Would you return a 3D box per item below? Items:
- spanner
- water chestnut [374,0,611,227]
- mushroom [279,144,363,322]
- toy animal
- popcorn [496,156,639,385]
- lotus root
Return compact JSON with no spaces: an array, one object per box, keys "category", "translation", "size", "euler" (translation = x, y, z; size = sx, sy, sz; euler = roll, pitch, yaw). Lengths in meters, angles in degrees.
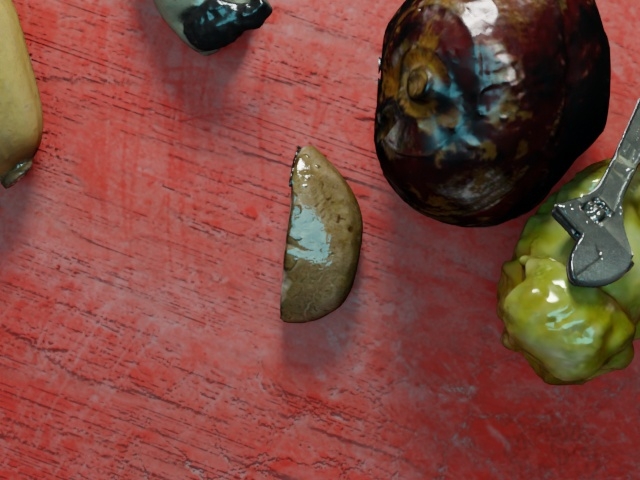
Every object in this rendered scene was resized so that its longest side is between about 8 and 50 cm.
[{"category":"spanner","translation":[0.309,-0.080,1.190],"size":[0.093,0.026,0.325],"euler":[29,59,6]},{"category":"water chestnut","translation":[0.179,-0.151,1.240],"size":[0.244,0.289,0.289],"euler":[8,97,1]},{"category":"mushroom","translation":[0.000,-0.001,1.367],"size":[0.094,0.072,0.210],"euler":[9,97,-3]},{"category":"toy animal","translation":[-0.150,-0.316,1.346],"size":[0.121,0.094,0.225],"euler":[-34,92,18]},{"category":"popcorn","translation":[0.286,0.044,1.261],"size":[0.173,0.225,0.286],"euler":[34,62,13]},{"category":"lotus root","translation":[-0.406,-0.206,1.363],"size":[0.146,0.131,0.303],"euler":[-17,93,7]}]
